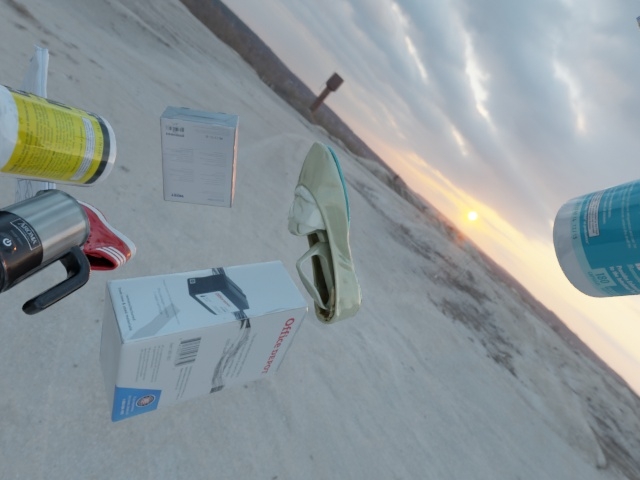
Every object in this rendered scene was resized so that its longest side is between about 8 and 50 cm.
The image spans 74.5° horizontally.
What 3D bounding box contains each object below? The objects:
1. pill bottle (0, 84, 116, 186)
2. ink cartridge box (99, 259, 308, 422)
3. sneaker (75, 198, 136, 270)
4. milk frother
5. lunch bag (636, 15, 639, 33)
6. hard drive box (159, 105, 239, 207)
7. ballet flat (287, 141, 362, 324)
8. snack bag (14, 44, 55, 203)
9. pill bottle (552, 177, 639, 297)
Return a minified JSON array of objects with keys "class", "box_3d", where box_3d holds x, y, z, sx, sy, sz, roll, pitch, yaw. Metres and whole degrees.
[{"class":"pill bottle","box_3d":[-0.406,-0.143,0.578,0.119,0.119,0.208,47,17,17]},{"class":"ink cartridge box","box_3d":[-0.207,0.166,0.744,0.307,0.223,0.129,-5,45,-36]},{"class":"sneaker","box_3d":[-0.537,-0.014,0.954,0.221,0.087,0.128,33,12,-11]},{"class":"milk frother","box_3d":[-0.368,0.023,0.493,0.135,0.143,0.129,-67,148,-67]},{"class":"lunch bag","box_3d":[0.662,-0.401,0.826,0.083,0.053,0.071,31,54,-26]},{"class":"hard drive box","box_3d":[-0.311,-0.212,1.096,0.181,0.232,0.089,6,35,-10]},{"class":"ballet flat","box_3d":[0.000,0.000,0.556,0.086,0.086,0.248,-90,168,-72]},{"class":"snack bag","box_3d":[-0.576,-0.164,0.844,0.037,0.343,0.323,-1,-3,-42]},{"class":"pill bottle","box_3d":[0.432,-0.016,0.489,0.146,0.146,0.264,40,-27,-14]}]
